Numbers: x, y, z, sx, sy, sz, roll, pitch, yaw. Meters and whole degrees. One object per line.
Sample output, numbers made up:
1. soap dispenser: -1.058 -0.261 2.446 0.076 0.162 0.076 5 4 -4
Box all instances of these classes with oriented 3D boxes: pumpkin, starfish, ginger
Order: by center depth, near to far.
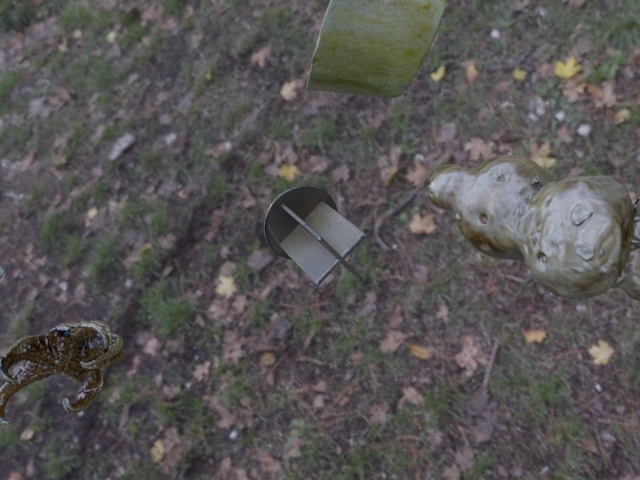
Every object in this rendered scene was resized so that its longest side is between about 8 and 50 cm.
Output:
1. starfish: -0.295 0.137 0.922 0.190 0.146 0.074 -49 48 41
2. ginger: 0.322 -0.022 1.155 0.375 0.256 0.176 23 102 35
3. pumpkin: 0.106 -0.397 1.458 0.332 0.199 0.332 19 -90 -90

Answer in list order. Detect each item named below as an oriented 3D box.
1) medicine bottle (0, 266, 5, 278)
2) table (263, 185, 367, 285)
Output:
1. medicine bottle: -0.661 0.026 1.378 0.201 0.171 0.052 -15 30 21
2. table: 0.000 0.000 1.636 0.167 0.167 0.227 -45 30 -2
